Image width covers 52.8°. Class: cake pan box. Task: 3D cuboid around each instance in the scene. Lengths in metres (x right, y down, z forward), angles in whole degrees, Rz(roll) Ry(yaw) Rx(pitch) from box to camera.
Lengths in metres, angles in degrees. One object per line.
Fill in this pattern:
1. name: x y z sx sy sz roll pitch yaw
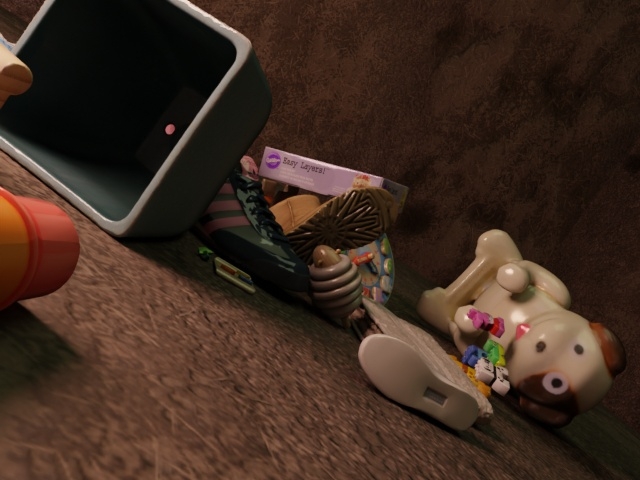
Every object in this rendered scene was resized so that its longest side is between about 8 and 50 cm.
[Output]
1. cake pan box: 0.031 -0.122 1.348 0.267 0.070 0.246 17 3 20

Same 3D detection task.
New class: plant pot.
1. plant pot: -0.205 -0.151 0.807 0.247 0.247 0.252 35 1 15

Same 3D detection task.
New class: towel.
1. towel: 0.138 0.167 0.984 0.187 0.049 0.282 31 6 -19

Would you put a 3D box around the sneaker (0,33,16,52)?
1. sneaker: -0.575 -0.332 1.189 0.162 0.063 0.073 26 27 -30

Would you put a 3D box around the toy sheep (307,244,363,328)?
1. toy sheep: 0.020 0.067 0.939 0.091 0.091 0.132 -129 -164 -71

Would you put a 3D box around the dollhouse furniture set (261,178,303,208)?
1. dollhouse furniture set: 0.000 0.000 1.401 0.262 0.135 0.259 38 18 34

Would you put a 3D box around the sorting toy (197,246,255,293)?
1. sorting toy: -0.119 0.035 0.814 0.083 0.012 0.062 33 6 -16

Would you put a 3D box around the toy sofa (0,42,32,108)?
1. toy sofa: -0.390 -0.198 0.432 0.150 0.177 0.362 38 6 37

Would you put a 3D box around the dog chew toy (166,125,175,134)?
1. dog chew toy: -0.284 -0.229 1.225 0.207 0.206 0.332 30 -1 -34

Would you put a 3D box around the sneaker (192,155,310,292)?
1. sneaker: -0.118 -0.051 0.943 0.319 0.131 0.112 37 6 26

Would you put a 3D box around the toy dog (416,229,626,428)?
1. toy dog: 0.436 0.218 1.370 0.395 0.285 0.408 53 1 -18

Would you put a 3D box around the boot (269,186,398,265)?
1. boot: -0.003 -0.043 1.119 0.269 0.236 0.089 -112 179 -76

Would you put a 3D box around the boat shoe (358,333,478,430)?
1. boat shoe: 0.113 0.167 0.784 0.184 0.066 0.063 29 -7 -21

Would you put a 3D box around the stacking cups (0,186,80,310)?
1. stacking cups: -0.208 0.006 0.262 0.096 0.096 0.316 34 1 5

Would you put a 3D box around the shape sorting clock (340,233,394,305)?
1. shape sorting clock: 0.084 0.032 1.229 0.040 0.206 0.206 -11 -26 38

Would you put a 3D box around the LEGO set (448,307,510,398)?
1. LEGO set: 0.267 0.205 1.146 0.093 0.087 0.227 27 25 1
